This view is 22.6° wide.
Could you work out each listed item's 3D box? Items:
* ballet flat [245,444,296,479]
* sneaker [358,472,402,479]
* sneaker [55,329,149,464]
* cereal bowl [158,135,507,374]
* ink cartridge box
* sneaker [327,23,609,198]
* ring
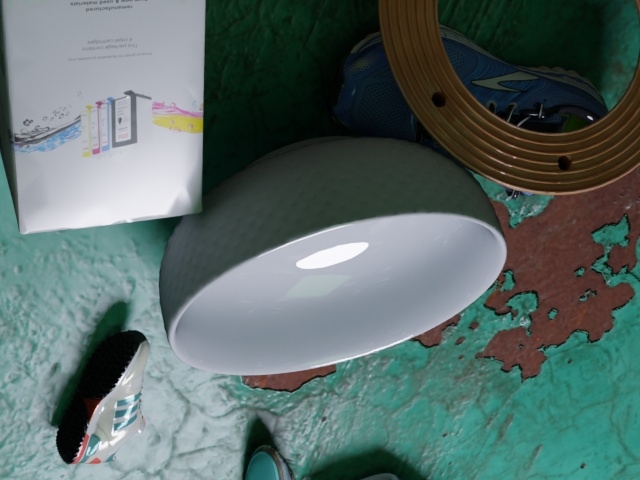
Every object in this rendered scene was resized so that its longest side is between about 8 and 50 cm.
[{"bbox_3d":[-0.051,0.301,1.773,0.070,0.070,0.188,-1,118,-20],"label":"ballet flat"},{"bbox_3d":[0.007,0.379,1.813,0.282,0.102,0.161,-45,119,-6],"label":"sneaker"},{"bbox_3d":[-0.208,0.163,1.645,0.075,0.057,0.161,15,110,-44],"label":"sneaker"},{"bbox_3d":[0.000,0.000,1.536,0.339,0.141,0.339,-14,156,-7],"label":"cereal bowl"},{"bbox_3d":[-0.197,-0.152,1.390,0.168,0.171,0.233,-7,127,-15],"label":"ink cartridge box"},{"bbox_3d":[0.165,-0.124,1.572,0.330,0.147,0.130,7,114,-23],"label":"sneaker"},{"bbox_3d":[0.205,-0.207,1.519,0.336,0.032,0.337,3,80,-20],"label":"ring"}]
